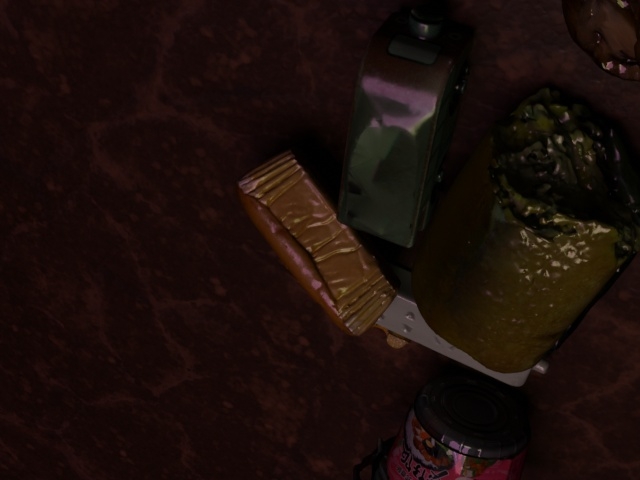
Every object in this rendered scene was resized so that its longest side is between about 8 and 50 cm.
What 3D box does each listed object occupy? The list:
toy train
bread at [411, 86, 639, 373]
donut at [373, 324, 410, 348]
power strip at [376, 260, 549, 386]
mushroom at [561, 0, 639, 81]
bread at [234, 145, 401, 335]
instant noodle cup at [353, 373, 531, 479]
[{"bbox_3d":[0.104,-0.144,1.481,0.129,0.159,0.326,19,133,12],"label":"toy train"},{"bbox_3d":[0.264,0.014,1.503,0.251,0.208,0.376,35,140,5],"label":"bread"},{"bbox_3d":[0.096,0.136,1.796,0.083,0.067,0.038,-2,156,-13],"label":"donut"},{"bbox_3d":[0.166,0.114,1.735,0.385,0.062,0.091,25,138,10],"label":"power strip"},{"bbox_3d":[0.376,-0.258,1.194,0.263,0.195,0.283,8,115,34],"label":"mushroom"},{"bbox_3d":[0.000,0.000,1.638,0.119,0.152,0.288,-37,89,11],"label":"bread"},{"bbox_3d":[0.217,0.326,1.781,0.302,0.258,0.182,4,121,-17],"label":"instant noodle cup"}]
